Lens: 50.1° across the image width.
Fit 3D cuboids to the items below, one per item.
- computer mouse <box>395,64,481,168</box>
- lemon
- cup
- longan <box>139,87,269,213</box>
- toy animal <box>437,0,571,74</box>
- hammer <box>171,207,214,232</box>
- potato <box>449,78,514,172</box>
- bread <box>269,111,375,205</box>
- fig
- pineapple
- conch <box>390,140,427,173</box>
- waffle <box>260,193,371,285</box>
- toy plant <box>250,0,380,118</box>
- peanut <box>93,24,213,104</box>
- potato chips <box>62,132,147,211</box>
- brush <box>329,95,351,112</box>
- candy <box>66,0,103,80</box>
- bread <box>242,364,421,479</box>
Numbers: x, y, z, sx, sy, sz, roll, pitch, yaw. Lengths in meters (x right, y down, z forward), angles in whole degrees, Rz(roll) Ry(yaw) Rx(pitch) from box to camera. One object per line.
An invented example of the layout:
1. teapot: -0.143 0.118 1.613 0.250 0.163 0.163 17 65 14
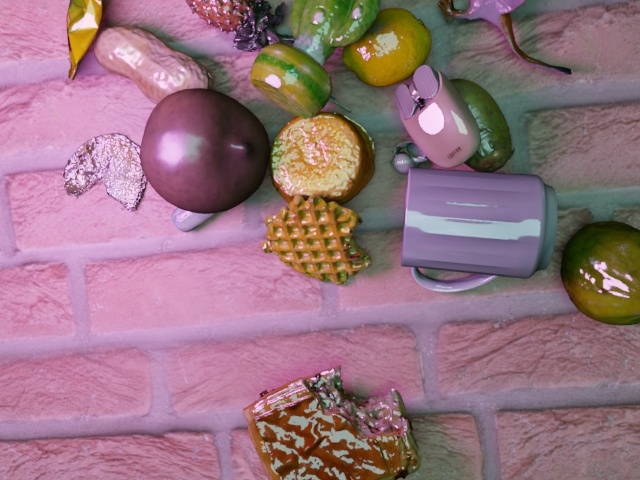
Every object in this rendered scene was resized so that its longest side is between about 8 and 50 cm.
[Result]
1. computer mouse: 0.264 -0.277 1.552 0.145 0.082 0.237 -37 77 39
2. lemon: 0.154 -0.445 1.586 0.207 0.170 0.170 -27 92 11
3. cup: 0.353 -0.007 1.592 0.326 0.237 0.323 5 126 5
4. longan: -0.265 -0.203 1.581 0.297 0.297 0.298 1 96 6
5. toy animal: 0.431 -0.526 1.594 0.301 0.225 0.284 2 117 18
6. hammer: -0.351 -0.122 1.724 0.116 0.069 0.194 -34 83 8
7. potato: 0.355 -0.273 1.610 0.149 0.113 0.251 -38 78 22
8. bread: -0.002 -0.195 1.637 0.268 0.146 0.269 0 92 6
9. fig: 0.653 0.094 1.531 0.233 0.314 0.233 11 122 18
10. pineapple: -0.164 -0.530 1.630 0.310 0.141 0.170 38 74 -11
11. conch: 0.212 -0.199 1.659 0.085 0.056 0.076 -5 75 -13
12. waffle: -0.001 0.001 1.636 0.291 0.051 0.291 9 135 8
13. toy plant: -0.012 -0.447 1.526 0.224 0.184 0.316 31 87 37
14. peanut: -0.410 -0.424 1.661 0.313 0.149 0.149 32 98 2
15. potato chips: -0.551 -0.173 1.755 0.219 0.029 0.202 -1 95 3
16. brush: 0.041 -0.339 1.681 0.083 0.016 0.013 32 87 2
17. candy: -0.569 -0.534 1.650 0.081 0.187 0.297 9 101 -23
18. bread: 0.032 0.461 1.679 0.369 0.191 0.314 -22 89 3
